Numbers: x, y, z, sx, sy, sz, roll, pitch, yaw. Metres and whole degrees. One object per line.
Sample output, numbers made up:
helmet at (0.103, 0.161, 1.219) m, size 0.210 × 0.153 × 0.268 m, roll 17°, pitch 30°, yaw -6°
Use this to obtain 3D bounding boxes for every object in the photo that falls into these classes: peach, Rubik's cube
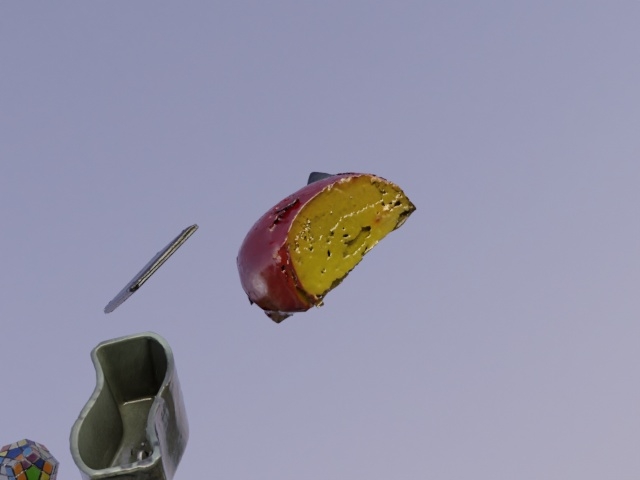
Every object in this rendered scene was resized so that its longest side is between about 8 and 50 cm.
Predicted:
peach at (-0.004, -0.005, 1.254) m, size 0.172 × 0.092 × 0.127 m, roll -42°, pitch 4°, yaw -3°
Rubik's cube at (-0.467, 0.369, 2.185) m, size 0.111 × 0.093 × 0.111 m, roll -12°, pitch -35°, yaw -8°

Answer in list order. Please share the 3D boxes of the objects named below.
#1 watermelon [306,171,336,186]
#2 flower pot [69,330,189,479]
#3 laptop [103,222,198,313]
watermelon at (0.027, -0.031, 2.067) m, size 0.094 × 0.125 × 0.135 m, roll -65°, pitch -5°, yaw -79°
flower pot at (-0.203, 0.210, 1.499) m, size 0.103 × 0.229 × 0.108 m, roll -6°, pitch -57°, yaw 4°
laptop at (-0.230, 0.040, 1.859) m, size 0.129 × 0.016 × 0.180 m, roll -48°, pitch 7°, yaw -23°
